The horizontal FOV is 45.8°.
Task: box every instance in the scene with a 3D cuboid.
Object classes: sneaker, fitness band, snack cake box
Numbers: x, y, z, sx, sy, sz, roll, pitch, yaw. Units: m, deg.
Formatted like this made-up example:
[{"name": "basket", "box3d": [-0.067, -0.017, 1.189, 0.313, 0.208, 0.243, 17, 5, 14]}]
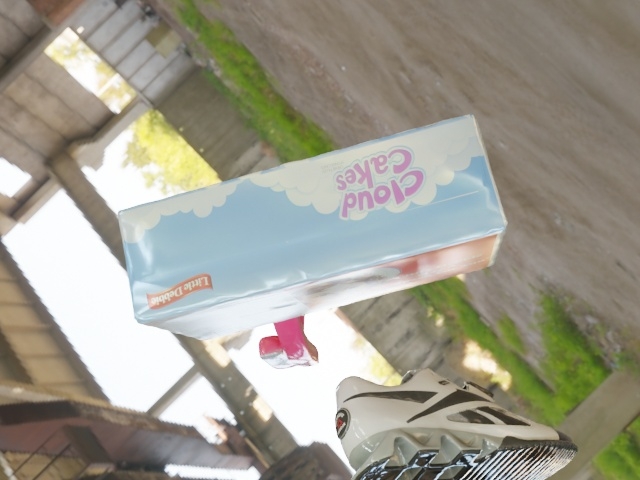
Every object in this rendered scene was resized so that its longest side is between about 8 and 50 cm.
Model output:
[{"name": "sneaker", "box3d": [0.162, 0.213, 0.888, 0.330, 0.122, 0.146, 14, -144, -31]}, {"name": "fitness band", "box3d": [-0.045, 0.045, 0.907, 0.291, 0.054, 0.209, 72, -170, -75]}, {"name": "snack cake box", "box3d": [0.000, 0.000, 0.586, 0.152, 0.264, 0.089, 53, -157, -74]}]
